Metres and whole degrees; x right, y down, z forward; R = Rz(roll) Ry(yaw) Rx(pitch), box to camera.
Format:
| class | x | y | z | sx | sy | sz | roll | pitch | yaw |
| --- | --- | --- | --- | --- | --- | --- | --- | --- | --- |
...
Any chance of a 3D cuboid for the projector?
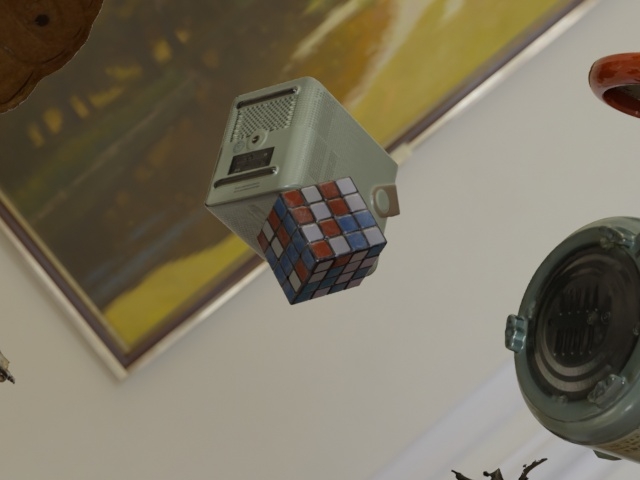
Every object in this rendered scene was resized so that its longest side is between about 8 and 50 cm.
| class | x | y | z | sx | sy | sz | roll | pitch | yaw |
| --- | --- | --- | --- | --- | --- | --- | --- | --- | --- |
| projector | -0.013 | -0.063 | 1.781 | 0.163 | 0.242 | 0.177 | -9 | 54 | 34 |

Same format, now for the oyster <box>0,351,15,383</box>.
| class | x | y | z | sx | sy | sz | roll | pitch | yaw |
| --- | --- | --- | --- | --- | --- | --- | --- | --- | --- |
| oyster | -0.365 | 0.037 | 1.314 | 0.078 | 0.128 | 0.345 | -14 | -30 | 2 |

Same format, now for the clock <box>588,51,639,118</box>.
| class | x | y | z | sx | sy | sz | roll | pitch | yaw |
| --- | --- | --- | --- | --- | --- | --- | --- | --- | --- |
| clock | 0.410 | -0.176 | 1.616 | 0.205 | 0.205 | 0.051 | 146 | 138 | -81 |

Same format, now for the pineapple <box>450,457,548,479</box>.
| class | x | y | z | sx | sy | sz | roll | pitch | yaw |
| --- | --- | --- | --- | --- | --- | --- | --- | --- | --- |
| pineapple | 0.179 | 0.412 | 1.818 | 0.364 | 0.165 | 0.165 | -58 | -8 | 27 |

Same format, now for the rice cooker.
| class | x | y | z | sx | sy | sz | roll | pitch | yaw |
| --- | --- | --- | --- | --- | --- | --- | --- | --- | --- |
| rice cooker | 0.371 | 0.119 | 1.493 | 0.316 | 0.316 | 0.264 | -39 | 40 | 20 |

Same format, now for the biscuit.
| class | x | y | z | sx | sy | sz | roll | pitch | yaw |
| --- | --- | --- | --- | --- | --- | --- | --- | --- | --- |
| biscuit | -0.472 | -0.340 | 1.999 | 0.381 | 0.074 | 0.359 | -25 | -41 | 5 |

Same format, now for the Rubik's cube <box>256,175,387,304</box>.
| class | x | y | z | sx | sy | sz | roll | pitch | yaw |
| --- | --- | --- | --- | --- | --- | --- | --- | --- | --- |
| Rubik's cube | 0.000 | 0.000 | 1.500 | 0.092 | 0.092 | 0.092 | -15 | -25 | -30 |
